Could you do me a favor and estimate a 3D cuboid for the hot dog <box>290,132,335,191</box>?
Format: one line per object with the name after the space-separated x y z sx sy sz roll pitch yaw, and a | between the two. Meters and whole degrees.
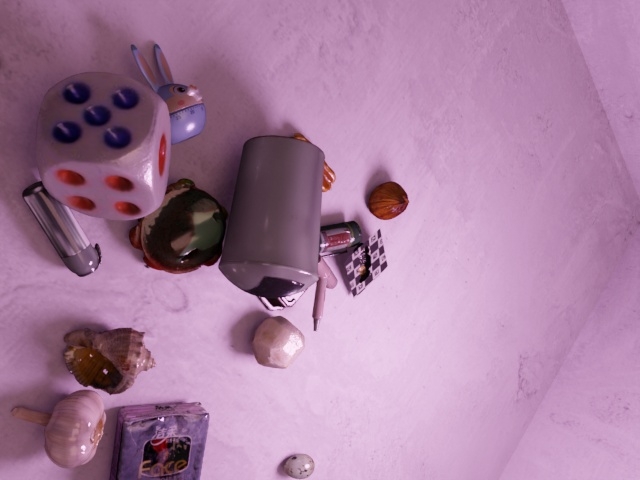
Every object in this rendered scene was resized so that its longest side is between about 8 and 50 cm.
-0.029 -0.243 1.878 0.092 0.062 0.235 -49 122 -19 | hot dog

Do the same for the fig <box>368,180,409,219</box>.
0.268 -0.140 2.045 0.134 0.201 0.146 41 68 -26 | fig

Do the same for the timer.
-0.379 -0.376 1.514 0.175 0.175 0.255 -13 112 -35 | timer

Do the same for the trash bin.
-0.129 -0.052 1.661 0.281 0.280 0.431 16 74 -39 | trash bin

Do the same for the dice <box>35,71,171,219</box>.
-0.491 -0.211 1.356 0.252 0.259 0.242 6 65 -5 | dice

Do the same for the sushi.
0.147 0.073 2.071 0.192 0.051 0.215 -42 141 -23 | sushi

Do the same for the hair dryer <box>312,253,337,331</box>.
-0.013 0.175 1.903 0.195 0.054 0.220 57 43 -56 | hair dryer

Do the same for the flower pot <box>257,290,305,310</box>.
-0.132 0.112 1.859 0.179 0.084 0.250 -48 124 -19 | flower pot

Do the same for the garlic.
-0.676 0.476 1.492 0.226 0.199 0.199 14 91 -8 | garlic

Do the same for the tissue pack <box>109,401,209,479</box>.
-0.474 0.655 1.689 0.260 0.122 0.361 6 98 -35 | tissue pack

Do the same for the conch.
-0.557 0.307 1.537 0.246 0.163 0.178 20 69 -9 | conch

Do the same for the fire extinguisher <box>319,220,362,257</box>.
0.000 0.000 1.930 0.295 0.093 0.118 -11 109 -36 | fire extinguisher

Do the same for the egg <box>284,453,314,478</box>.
-0.074 0.791 2.047 0.110 0.085 0.085 -5 103 -18 | egg

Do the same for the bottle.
-0.631 -0.030 1.449 0.096 0.080 0.253 -33 117 -24 | bottle

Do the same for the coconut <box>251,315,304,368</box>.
-0.139 0.333 1.857 0.162 0.161 0.161 -51 125 -16 | coconut

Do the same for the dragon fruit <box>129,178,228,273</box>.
-0.375 -0.034 1.621 0.295 0.130 0.268 -29 111 -29 | dragon fruit
